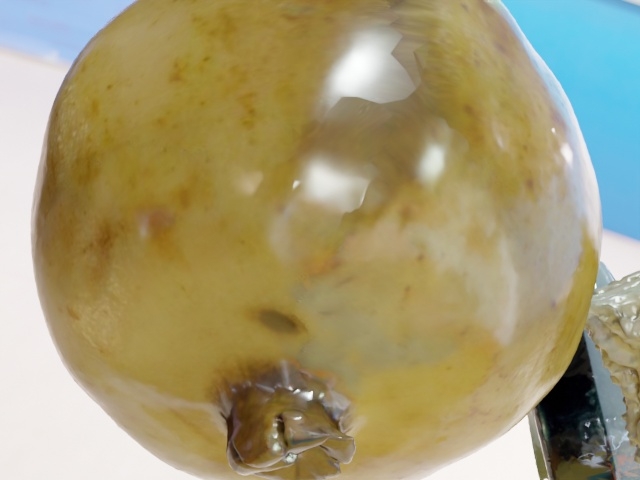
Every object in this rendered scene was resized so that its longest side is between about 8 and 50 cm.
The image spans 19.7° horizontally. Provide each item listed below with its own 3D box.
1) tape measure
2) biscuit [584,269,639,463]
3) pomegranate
[{"bbox_3d":[0.188,0.115,1.211,0.107,0.181,0.182,-14,-24,7],"label":"tape measure"},{"bbox_3d":[0.257,0.038,1.019,0.238,0.108,0.062,-23,6,-15],"label":"biscuit"},{"bbox_3d":[0.000,-0.017,0.932,0.307,0.307,0.307,16,15,-5],"label":"pomegranate"}]
